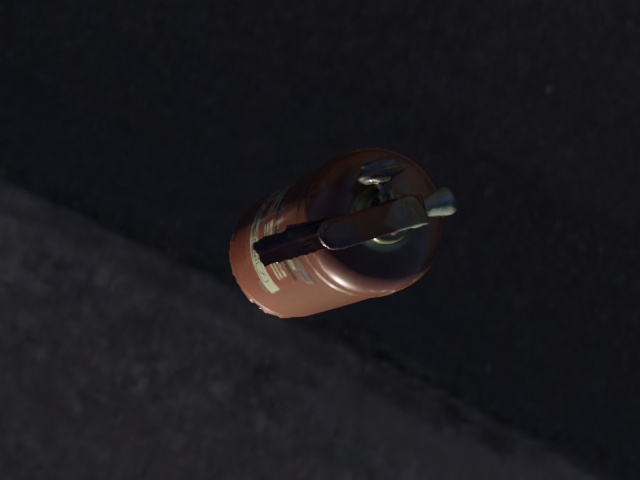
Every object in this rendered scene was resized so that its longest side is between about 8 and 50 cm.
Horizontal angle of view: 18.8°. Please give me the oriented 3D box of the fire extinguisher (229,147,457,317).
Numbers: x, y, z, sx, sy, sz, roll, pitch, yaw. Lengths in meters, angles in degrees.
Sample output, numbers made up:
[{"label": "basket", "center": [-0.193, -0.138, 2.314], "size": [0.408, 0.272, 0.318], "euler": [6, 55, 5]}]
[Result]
[{"label": "fire extinguisher", "center": [0.000, 0.000, 1.391], "size": [0.147, 0.337, 0.106], "euler": [-20, 88, -15]}]
